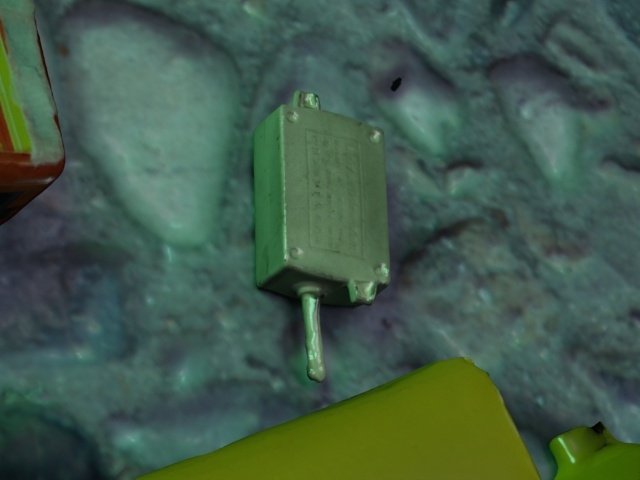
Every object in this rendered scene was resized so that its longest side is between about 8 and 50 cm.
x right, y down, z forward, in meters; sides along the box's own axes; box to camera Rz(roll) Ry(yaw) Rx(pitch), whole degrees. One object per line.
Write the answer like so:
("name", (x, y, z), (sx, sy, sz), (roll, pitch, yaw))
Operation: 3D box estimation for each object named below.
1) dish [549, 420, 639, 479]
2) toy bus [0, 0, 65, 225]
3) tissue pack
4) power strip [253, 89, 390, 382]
("dish", (0.244, 0.221, 1.117), (0.262, 0.108, 0.221), (37, 51, -11))
("toy bus", (-0.220, -0.127, 1.000), (0.120, 0.121, 0.265), (1, 66, -41))
("tissue pack", (-0.012, 0.189, 0.923), (0.271, 0.134, 0.192), (-18, 73, -28))
("power strip", (0.000, 0.000, 1.116), (0.075, 0.042, 0.175), (13, 62, -27))
